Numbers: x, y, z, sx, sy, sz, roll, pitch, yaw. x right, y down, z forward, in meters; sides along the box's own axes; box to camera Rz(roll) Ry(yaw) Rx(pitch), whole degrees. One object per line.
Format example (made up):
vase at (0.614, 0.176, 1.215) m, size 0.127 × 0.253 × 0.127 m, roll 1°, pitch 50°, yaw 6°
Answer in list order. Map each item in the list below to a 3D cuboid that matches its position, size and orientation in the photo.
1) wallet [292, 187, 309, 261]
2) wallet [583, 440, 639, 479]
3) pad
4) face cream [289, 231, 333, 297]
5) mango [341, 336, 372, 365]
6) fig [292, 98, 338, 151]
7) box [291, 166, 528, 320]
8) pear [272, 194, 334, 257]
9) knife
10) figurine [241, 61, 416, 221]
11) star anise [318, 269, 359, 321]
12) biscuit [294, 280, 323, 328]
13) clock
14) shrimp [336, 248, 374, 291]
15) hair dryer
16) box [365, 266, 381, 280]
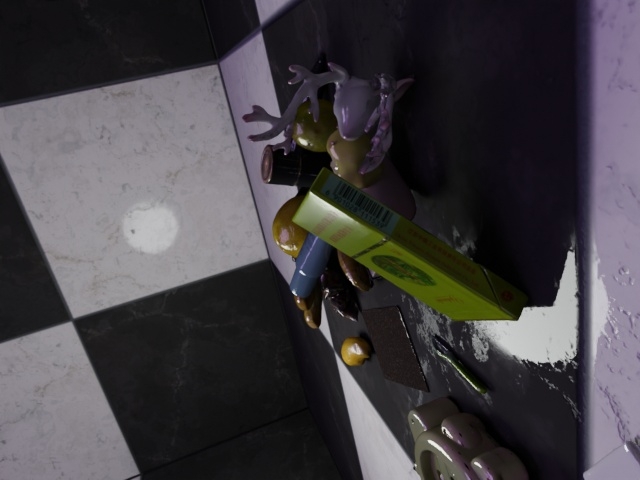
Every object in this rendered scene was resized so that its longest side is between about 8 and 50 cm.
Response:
wallet at (-0.067, -0.054, 1.606) m, size 0.182 × 0.049 × 0.229 m, roll -64°, pitch -23°, yaw -44°
wallet at (0.358, 0.285, 0.539) m, size 0.122 × 0.025 × 0.061 m, roll 87°, pitch 158°, yaw -48°
pad at (0.193, 0.289, 1.249) m, size 0.330 × 0.004 × 0.220 m, roll 137°, pitch 115°, yaw -75°
face cream at (0.000, 0.000, 1.230) m, size 0.135 × 0.086 × 0.385 m, roll -79°, pitch 9°, yaw -54°
mango at (0.115, 0.363, 1.502) m, size 0.098 × 0.075 × 0.190 m, roll 53°, pitch 158°, yaw 13°
fig at (-0.006, -0.266, 1.064) m, size 0.136 × 0.153 × 0.120 m, roll -68°, pitch -19°, yaw -59°
box at (0.119, 0.022, 0.694) m, size 0.335 × 0.047 × 0.187 m, roll 32°, pitch 165°, yaw -4°
pear at (-0.047, -0.038, 1.386) m, size 0.209 × 0.209 × 0.208 m, roll 163°, pitch 90°, yaw -77°
knife at (0.259, 0.237, 0.883) m, size 0.184 × 0.022 × 0.026 m, roll -133°, pitch 54°, yaw -63°
figurine at (0.062, -0.150, 0.735) m, size 0.284 × 0.206 × 0.315 m, roll -61°, pitch -37°, yaw -40°
star anise at (0.050, 0.163, 1.482) m, size 0.231 × 0.089 × 0.209 m, roll -117°, pitch 4°, yaw -48°
biscuit at (-0.034, 0.129, 1.561) m, size 0.237 × 0.062 × 0.290 m, roll 70°, pitch -160°, yaw -55°
clock at (0.292, 0.469, 0.864) m, size 0.309 × 0.114 × 0.283 m, roll 163°, pitch 92°, yaw -74°
shrimp at (0.077, 0.031, 1.241) m, size 0.117 × 0.066 × 0.262 m, roll 50°, pitch -158°, yaw -43°
hair dryer at (-0.023, -0.297, 1.178) m, size 0.107 × 0.189 × 0.352 m, roll 61°, pitch 140°, yaw 47°
box at (0.128, -0.010, 1.074) m, size 0.247 × 0.033 × 0.129 m, roll 99°, pitch 151°, yaw -62°
